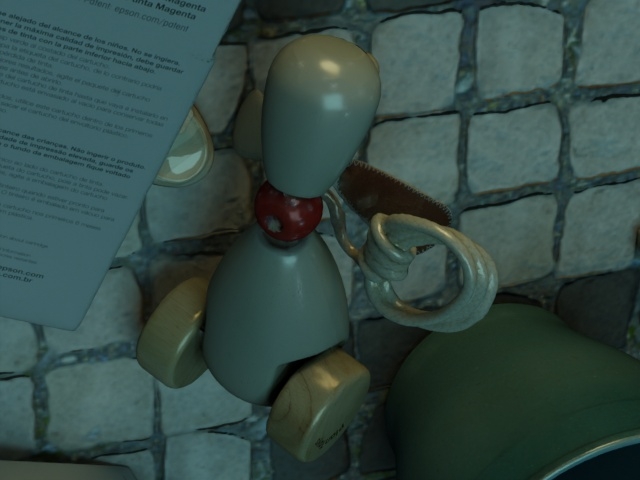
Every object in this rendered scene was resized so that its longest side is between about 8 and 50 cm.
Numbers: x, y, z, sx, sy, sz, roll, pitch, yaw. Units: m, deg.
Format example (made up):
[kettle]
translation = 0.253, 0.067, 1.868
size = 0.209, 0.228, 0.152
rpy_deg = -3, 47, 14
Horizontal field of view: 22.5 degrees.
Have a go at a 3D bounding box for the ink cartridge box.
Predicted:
[ink cartridge box]
translation = -0.247, -0.100, 0.974
size = 0.324, 0.071, 0.330
rpy_deg = 14, 129, -23

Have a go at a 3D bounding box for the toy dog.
[toy dog]
translation = 0.000, 0.000, 1.121
size = 0.220, 0.161, 0.334
rpy_deg = 46, 134, 2

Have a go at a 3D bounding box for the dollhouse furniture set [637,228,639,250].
[dollhouse furniture set]
translation = 0.305, -0.031, 1.267
size = 0.091, 0.081, 0.114
rpy_deg = -15, 123, -12

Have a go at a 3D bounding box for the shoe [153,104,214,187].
[shoe]
translation = -0.151, -0.098, 1.073
size = 0.076, 0.058, 0.219
rpy_deg = -45, 124, 8

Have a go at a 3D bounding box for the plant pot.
[plant pot]
translation = 0.177, 0.187, 1.242
size = 0.271, 0.255, 0.272
rpy_deg = -9, 121, -15

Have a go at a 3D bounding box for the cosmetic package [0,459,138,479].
[cosmetic package]
translation = -0.250, 0.289, 1.193
size = 0.224, 0.138, 0.225
rpy_deg = 10, 114, -39
